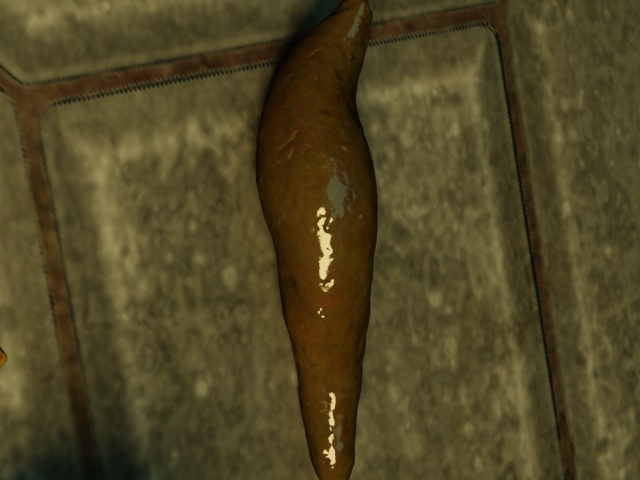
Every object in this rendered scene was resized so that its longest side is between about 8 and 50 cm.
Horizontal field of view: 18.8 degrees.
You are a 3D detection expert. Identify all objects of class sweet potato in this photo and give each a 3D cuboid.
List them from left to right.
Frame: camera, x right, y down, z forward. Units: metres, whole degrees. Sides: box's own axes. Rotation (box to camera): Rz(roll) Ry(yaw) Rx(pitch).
[{"bbox_3d":[0.000,0.002,0.936,0.069,0.059,0.249,-10,98,-81],"label":"sweet potato"}]

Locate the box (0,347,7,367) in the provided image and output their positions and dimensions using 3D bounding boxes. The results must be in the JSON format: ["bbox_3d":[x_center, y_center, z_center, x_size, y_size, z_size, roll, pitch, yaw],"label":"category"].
[{"bbox_3d":[-0.194,0.061,0.772,0.133,0.023,0.090,-51,119,-33],"label":"box"}]
